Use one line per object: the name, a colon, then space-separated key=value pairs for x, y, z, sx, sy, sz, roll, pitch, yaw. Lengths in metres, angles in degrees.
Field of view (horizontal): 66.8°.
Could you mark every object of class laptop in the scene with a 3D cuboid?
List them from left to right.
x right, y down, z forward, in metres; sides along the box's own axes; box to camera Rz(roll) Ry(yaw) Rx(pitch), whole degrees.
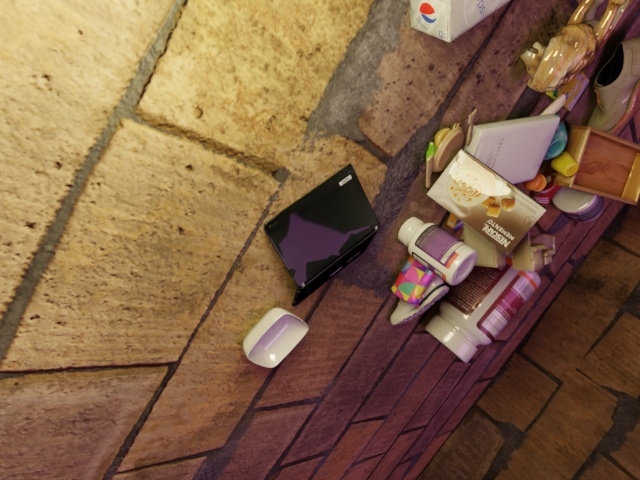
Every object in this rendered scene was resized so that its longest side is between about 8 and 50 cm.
laptop: x=0.000 y=0.000 z=1.074 sx=0.234 sy=0.136 sz=0.264 roll=-36 pitch=169 yaw=-18

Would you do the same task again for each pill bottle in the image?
pill bottle: x=0.298 y=0.021 z=1.264 sx=0.108 sy=0.193 sz=0.108 roll=-30 pitch=141 yaw=-27
pill bottle: x=0.568 y=0.227 z=1.729 sx=0.392 sy=0.224 sz=0.224 roll=-49 pitch=145 yaw=-2
pill bottle: x=1.032 y=-0.163 z=1.937 sx=0.283 sy=0.161 sz=0.161 roll=15 pitch=110 yaw=-52

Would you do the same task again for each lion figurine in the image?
lion figurine: x=0.674 y=-0.517 z=1.237 sx=0.392 sy=0.142 sz=0.240 roll=-26 pitch=146 yaw=-37

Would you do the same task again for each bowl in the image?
bowl: x=-0.110 y=0.218 z=1.119 sx=0.142 sy=0.053 sz=0.142 roll=-48 pitch=146 yaw=-3

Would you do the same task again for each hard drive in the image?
hard drive: x=0.515 y=-0.238 z=1.353 sx=0.307 sy=0.040 sz=0.203 roll=-14 pitch=133 yaw=-27

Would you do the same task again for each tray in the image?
tray: x=1.002 y=-0.258 z=1.708 sx=0.411 sy=0.076 sz=0.203 roll=7 pitch=102 yaw=-29

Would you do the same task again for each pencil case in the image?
pencil case: x=0.296 y=0.072 z=1.394 sx=0.104 sy=0.104 sz=0.236 roll=4 pitch=119 yaw=-50

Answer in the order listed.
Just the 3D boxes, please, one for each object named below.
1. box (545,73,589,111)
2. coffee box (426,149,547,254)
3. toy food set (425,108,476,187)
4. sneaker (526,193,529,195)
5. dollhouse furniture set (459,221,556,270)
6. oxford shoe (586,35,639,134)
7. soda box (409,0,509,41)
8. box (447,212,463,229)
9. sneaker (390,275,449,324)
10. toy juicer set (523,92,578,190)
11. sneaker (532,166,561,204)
box: x=0.727 y=-0.455 z=1.433 sx=0.179 sy=0.043 sz=0.105 roll=3 pitch=120 yaw=-52
coffee box: x=0.411 y=-0.098 z=1.209 sx=0.141 sy=0.246 sz=0.098 roll=-54 pitch=165 yaw=20
toy food set: x=0.304 y=-0.228 z=1.187 sx=0.192 sy=0.038 sz=0.132 roll=-45 pitch=152 yaw=-18
sneaker: x=0.689 y=-0.129 z=1.695 sx=0.135 sy=0.052 sz=0.058 roll=-28 pitch=130 yaw=-40
dollhouse furniture set: x=0.593 y=-0.042 z=1.434 sx=0.355 sy=0.303 sz=0.174 roll=-13 pitch=100 yaw=-33
oxford shoe: x=0.961 y=-0.500 z=1.609 sx=0.146 sy=0.140 sz=0.397 roll=-2 pitch=142 yaw=-2
soda box: x=0.295 y=-0.479 z=0.883 sx=0.286 sy=0.098 sz=0.091 roll=-37 pitch=143 yaw=-17
box: x=0.422 y=-0.095 z=1.442 sx=0.081 sy=0.028 sz=0.136 roll=-24 pitch=140 yaw=-33
sneaker: x=0.292 y=0.178 z=1.509 sx=0.090 sy=0.095 sz=0.235 roll=-8 pitch=147 yaw=-50
toy juicer set: x=0.670 y=-0.287 z=1.507 sx=0.209 sy=0.089 sz=0.329 roll=-32 pitch=134 yaw=10
sneaker: x=0.860 y=-0.216 z=1.785 sx=0.221 sy=0.087 sz=0.128 roll=-28 pitch=150 yaw=-10
